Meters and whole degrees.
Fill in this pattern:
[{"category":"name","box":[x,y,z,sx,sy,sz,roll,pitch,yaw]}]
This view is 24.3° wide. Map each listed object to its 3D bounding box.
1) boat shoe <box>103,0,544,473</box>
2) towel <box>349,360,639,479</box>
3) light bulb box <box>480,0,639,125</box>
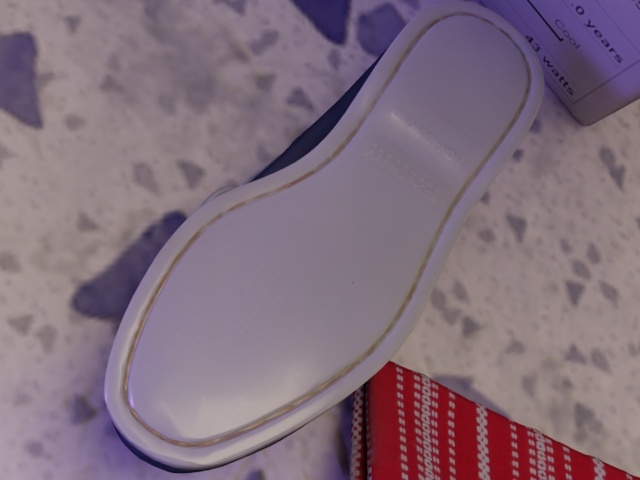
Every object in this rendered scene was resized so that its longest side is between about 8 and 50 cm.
[{"category":"boat shoe","box":[0.000,0.000,0.597,0.095,0.079,0.254,35,57,-1]},{"category":"towel","box":[0.133,0.159,0.580,0.275,0.031,0.199,26,32,-15]},{"category":"light bulb box","box":[0.132,-0.276,0.573,0.225,0.361,0.358,-40,91,-14]}]
